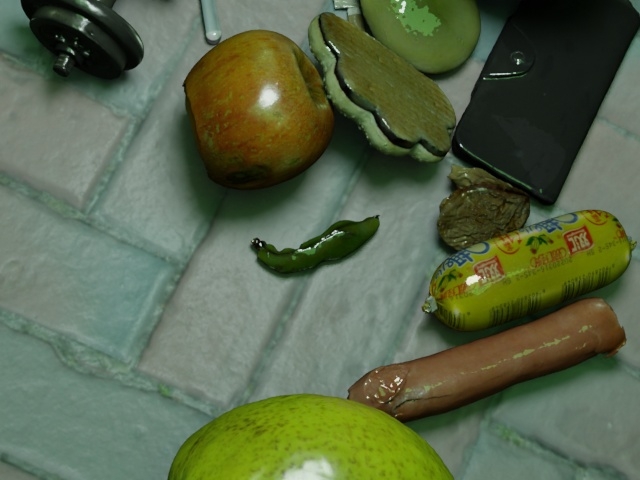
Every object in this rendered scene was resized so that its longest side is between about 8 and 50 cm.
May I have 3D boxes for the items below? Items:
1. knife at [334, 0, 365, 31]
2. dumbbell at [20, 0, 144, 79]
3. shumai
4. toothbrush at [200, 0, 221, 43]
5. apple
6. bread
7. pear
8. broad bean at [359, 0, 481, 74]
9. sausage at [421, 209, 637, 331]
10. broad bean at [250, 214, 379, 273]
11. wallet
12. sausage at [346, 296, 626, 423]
[{"bbox_3d":[0.042,-0.369,1.702,0.047,0.017,0.298,-6,79,-6],"label":"knife"},{"bbox_3d":[-0.308,-0.363,1.561,0.192,0.192,0.290,25,76,-2],"label":"dumbbell"},{"bbox_3d":[0.243,-0.046,1.636,0.139,0.105,0.123,7,121,2],"label":"shumai"},{"bbox_3d":[-0.191,-0.464,1.684,0.030,0.025,0.342,-11,79,-6],"label":"toothbrush"},{"bbox_3d":[-0.094,-0.172,1.528,0.207,0.237,0.237,-28,82,15],"label":"apple"},{"bbox_3d":[0.090,-0.203,1.575,0.286,0.056,0.207,31,40,-28],"label":"bread"},{"bbox_3d":[-0.005,0.365,1.358,0.390,0.391,0.391,2,77,-8],"label":"pear"},{"bbox_3d":[0.142,-0.379,1.682,0.189,0.121,0.263,-33,99,-20],"label":"broad bean"},{"bbox_3d":[0.303,0.043,1.595,0.347,0.123,0.123,-18,81,-13],"label":"sausage"},{"bbox_3d":[-0.001,0.008,1.598,0.195,0.046,0.061,-11,82,-9],"label":"broad bean"},{"bbox_3d":[0.353,-0.252,1.707,0.197,0.051,0.378,29,73,-1],"label":"wallet"},{"bbox_3d":[0.238,0.178,1.570,0.418,0.094,0.094,-17,91,-13],"label":"sausage"}]
